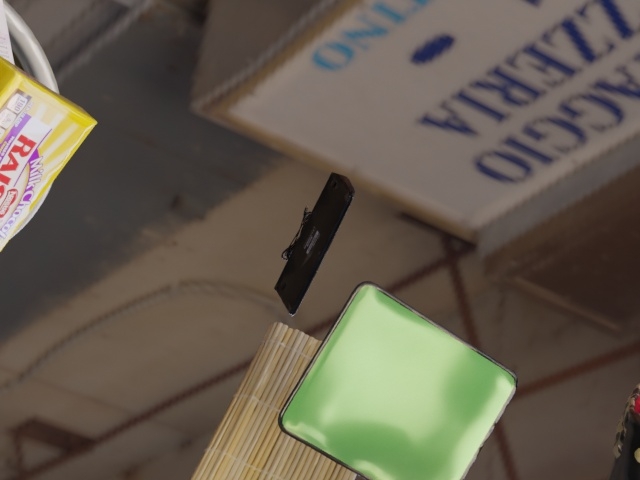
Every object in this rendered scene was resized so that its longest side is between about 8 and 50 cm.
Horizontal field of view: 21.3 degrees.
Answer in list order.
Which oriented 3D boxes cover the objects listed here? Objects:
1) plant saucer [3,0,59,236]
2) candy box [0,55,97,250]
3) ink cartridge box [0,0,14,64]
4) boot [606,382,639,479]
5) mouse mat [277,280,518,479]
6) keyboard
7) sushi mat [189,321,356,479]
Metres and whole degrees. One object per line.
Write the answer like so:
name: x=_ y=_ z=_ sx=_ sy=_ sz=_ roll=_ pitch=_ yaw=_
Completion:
plant saucer: x=-0.496 y=-0.163 z=2.017 sx=0.400 sy=0.400 sz=0.100 roll=-54 pitch=-169 yaw=22
candy box: x=-0.234 y=-0.015 z=1.087 sx=0.027 sy=0.105 sz=0.206 roll=38 pitch=-88 yaw=23
ink cartridge box: x=-0.294 y=-0.137 z=1.279 sx=0.092 sy=0.090 sz=0.143 roll=-28 pitch=-113 yaw=38
boot: x=0.291 y=0.303 z=1.450 sx=0.377 sy=0.138 sz=0.284 roll=-65 pitch=167 yaw=-69
mouse mat: x=0.071 y=0.142 z=1.501 sx=0.152 sy=0.190 sz=0.007 roll=-58 pitch=-158 yaw=-3
keyboard: x=0.000 y=0.000 z=2.201 sx=0.192 sy=0.038 sz=0.100 roll=-62 pitch=-149 yaw=21
sushi mat: x=-0.047 y=0.230 z=1.641 sx=0.019 sy=0.151 sz=0.316 roll=85 pitch=28 yaw=-57
